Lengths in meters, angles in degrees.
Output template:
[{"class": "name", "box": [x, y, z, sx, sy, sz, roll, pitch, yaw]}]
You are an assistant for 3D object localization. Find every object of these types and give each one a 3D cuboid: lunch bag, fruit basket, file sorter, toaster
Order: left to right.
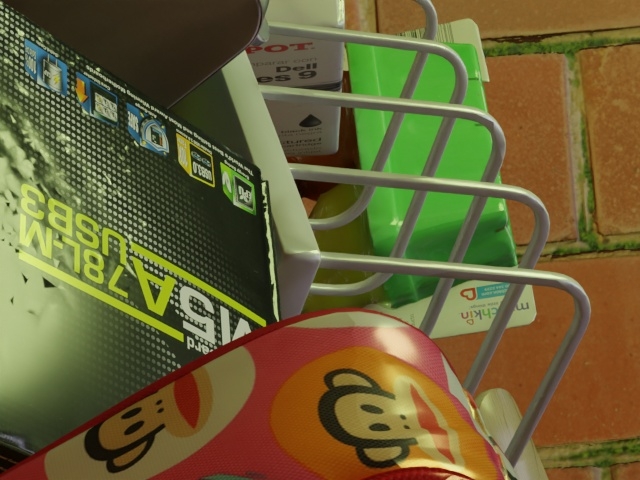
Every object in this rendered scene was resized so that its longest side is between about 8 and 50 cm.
[{"class": "toaster", "box": [-0.094, -0.162, 0.707, 0.186, 0.110, 0.168, 50, 25, -22]}, {"class": "lunch bag", "box": [-0.024, 0.186, 0.502, 0.293, 0.258, 0.120, 60, 3, -33]}, {"class": "fruit basket", "box": [-0.017, -0.024, 1.343, 0.165, 0.353, 0.327, 61, 17, -49]}, {"class": "file sorter", "box": [0.000, 0.000, 0.850, 0.278, 0.173, 0.193, -110, -147, -48]}]

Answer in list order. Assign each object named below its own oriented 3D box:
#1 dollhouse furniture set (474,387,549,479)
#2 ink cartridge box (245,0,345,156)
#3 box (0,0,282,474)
[{"class": "dollhouse furniture set", "box": [-0.026, 0.151, 0.955, 0.242, 0.212, 0.161, -34, 104, -44]}, {"class": "ink cartridge box", "box": [-0.091, -0.149, 1.127, 0.289, 0.211, 0.122, 89, -3, -77]}, {"class": "box", "box": [-0.088, 0.013, 0.559, 0.190, 0.045, 0.184, 33, 35, -37]}]
